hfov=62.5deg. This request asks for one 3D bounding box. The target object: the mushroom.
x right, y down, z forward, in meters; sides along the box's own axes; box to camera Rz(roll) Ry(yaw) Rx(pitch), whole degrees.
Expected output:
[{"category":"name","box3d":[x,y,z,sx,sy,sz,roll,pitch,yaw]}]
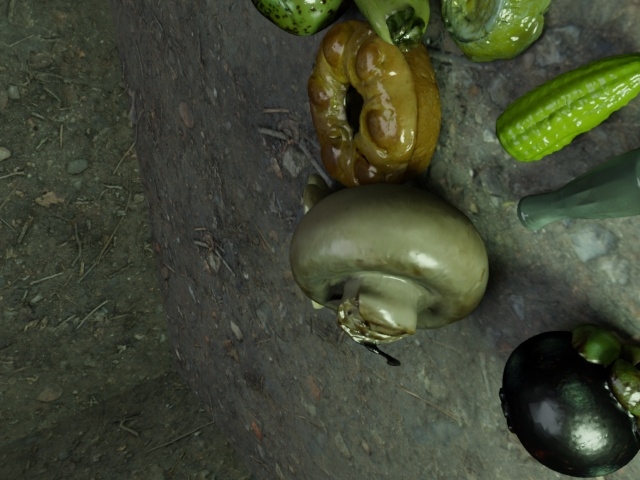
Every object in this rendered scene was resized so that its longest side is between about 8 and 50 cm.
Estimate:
[{"category":"mushroom","box3d":[0.115,0.068,0.951,0.362,0.362,0.294,-33,38,58]}]

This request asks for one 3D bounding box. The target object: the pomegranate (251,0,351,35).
[{"category":"pomegranate","box3d":[-0.012,-0.522,0.972,0.277,0.204,0.222,-35,85,39]}]

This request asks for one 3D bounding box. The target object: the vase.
[{"category":"vase","box3d":[0.379,-0.061,0.747,0.214,0.086,0.086,-23,88,63]}]

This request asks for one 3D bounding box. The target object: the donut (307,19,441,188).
[{"category":"donut","box3d":[0.095,-0.249,0.997,0.299,0.150,0.317,48,143,31]}]

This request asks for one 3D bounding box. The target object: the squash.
[{"category":"squash","box3d":[0.115,-0.376,0.841,0.137,0.137,0.287,123,139,-52]}]

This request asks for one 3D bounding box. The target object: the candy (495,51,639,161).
[{"category":"candy","box3d":[0.343,-0.185,0.721,0.209,0.097,0.096,-30,82,50]}]

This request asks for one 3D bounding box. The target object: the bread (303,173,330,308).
[{"category":"bread","box3d":[0.000,0.000,1.228,0.316,0.054,0.315,0,-90,-82]}]

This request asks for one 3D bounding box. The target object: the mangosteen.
[{"category":"mangosteen","box3d":[0.391,0.238,0.789,0.243,0.243,0.242,33,133,44]}]

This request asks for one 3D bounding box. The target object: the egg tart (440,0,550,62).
[{"category":"egg tart","box3d":[0.243,-0.361,0.781,0.197,0.078,0.197,29,127,48]}]
